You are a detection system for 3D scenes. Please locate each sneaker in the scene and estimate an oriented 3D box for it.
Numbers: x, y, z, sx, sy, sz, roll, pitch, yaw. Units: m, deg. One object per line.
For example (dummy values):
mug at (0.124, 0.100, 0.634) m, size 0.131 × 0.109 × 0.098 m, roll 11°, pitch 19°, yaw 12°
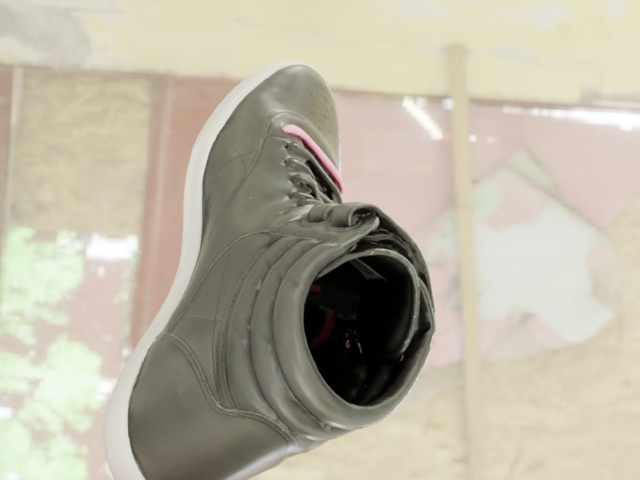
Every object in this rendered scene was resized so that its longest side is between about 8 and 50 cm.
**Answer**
sneaker at (0.000, 0.000, 0.714) m, size 0.104 × 0.147 × 0.295 m, roll 45°, pitch 42°, yaw -29°
